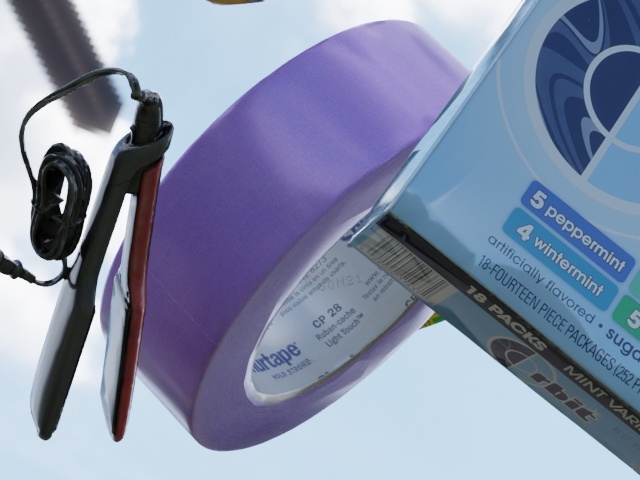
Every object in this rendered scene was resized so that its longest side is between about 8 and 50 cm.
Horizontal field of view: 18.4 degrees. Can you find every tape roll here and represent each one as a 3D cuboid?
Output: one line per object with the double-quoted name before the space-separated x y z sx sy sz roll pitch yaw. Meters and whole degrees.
"tape roll" 0.000 0.000 1.198 0.090 0.275 0.275 45 -22 20

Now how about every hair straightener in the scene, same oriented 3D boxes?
"hair straightener" -0.128 0.010 1.012 0.089 0.047 0.230 1 -52 -20

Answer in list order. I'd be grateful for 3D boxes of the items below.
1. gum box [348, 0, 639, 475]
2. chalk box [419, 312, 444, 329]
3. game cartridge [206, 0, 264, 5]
"gum box" 0.123 -0.023 0.681 0.157 0.184 0.041 38 -25 -6
"chalk box" -0.010 0.010 1.575 0.132 0.132 0.213 -17 11 -33
"game cartridge" -0.093 -0.308 1.002 0.053 0.285 0.324 3 -14 27
